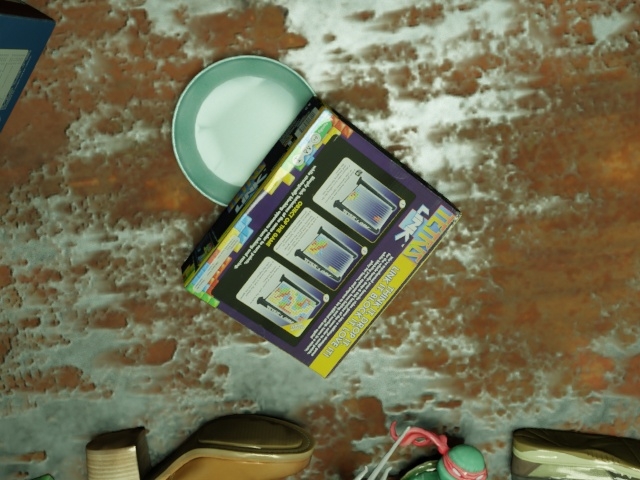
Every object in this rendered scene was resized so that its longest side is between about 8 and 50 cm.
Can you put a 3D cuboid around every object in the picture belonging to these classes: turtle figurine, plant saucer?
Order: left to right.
[{"bbox_3d":[-0.055,-0.083,0.721,0.119,0.021,0.119,0,102,0],"label":"plant saucer"},{"bbox_3d":[0.089,0.244,0.741,0.175,0.118,0.234,23,116,10],"label":"turtle figurine"}]

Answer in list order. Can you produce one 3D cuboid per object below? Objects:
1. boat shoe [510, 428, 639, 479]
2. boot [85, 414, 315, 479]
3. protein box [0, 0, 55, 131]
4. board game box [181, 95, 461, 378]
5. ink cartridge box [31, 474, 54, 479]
[{"bbox_3d":[0.231,0.191,0.765,0.152,0.056,0.049,10,106,7],"label":"boat shoe"},{"bbox_3d":[-0.090,0.227,0.760,0.197,0.073,0.153,-6,100,13],"label":"boot"},{"bbox_3d":[-0.306,-0.098,0.624,0.136,0.201,0.200,29,99,-6],"label":"protein box"},{"bbox_3d":[0.000,0.000,0.710,0.141,0.048,0.170,36,99,-23],"label":"board game box"},{"bbox_3d":[-0.239,0.305,0.695,0.092,0.219,0.160,-19,101,3],"label":"ink cartridge box"}]
